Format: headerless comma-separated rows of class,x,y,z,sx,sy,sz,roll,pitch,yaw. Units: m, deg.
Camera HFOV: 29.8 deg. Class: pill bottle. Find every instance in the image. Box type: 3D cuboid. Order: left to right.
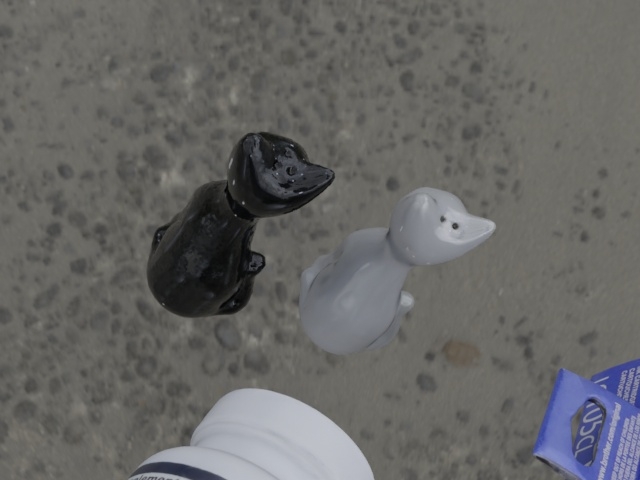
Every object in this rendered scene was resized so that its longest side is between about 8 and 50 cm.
pill bottle,-0.080,0.220,0.711,0.153,0.153,0.265,28,48,14

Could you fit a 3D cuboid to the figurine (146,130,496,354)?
figurine,0.000,0.000,0.912,0.215,0.209,0.092,16,59,-19

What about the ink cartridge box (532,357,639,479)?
ink cartridge box,0.305,0.257,0.886,0.395,0.151,0.270,54,36,-17
